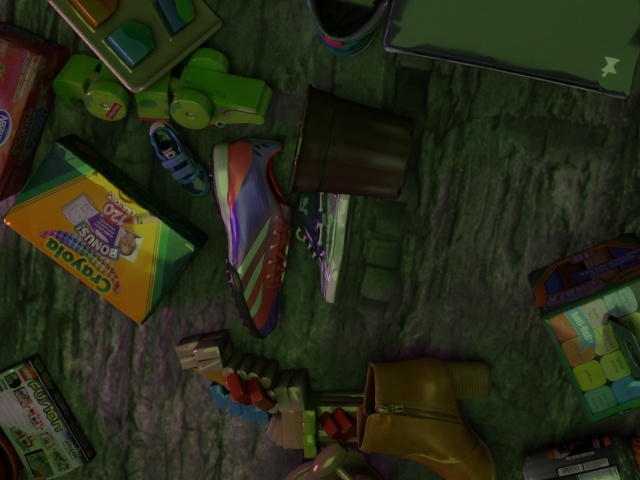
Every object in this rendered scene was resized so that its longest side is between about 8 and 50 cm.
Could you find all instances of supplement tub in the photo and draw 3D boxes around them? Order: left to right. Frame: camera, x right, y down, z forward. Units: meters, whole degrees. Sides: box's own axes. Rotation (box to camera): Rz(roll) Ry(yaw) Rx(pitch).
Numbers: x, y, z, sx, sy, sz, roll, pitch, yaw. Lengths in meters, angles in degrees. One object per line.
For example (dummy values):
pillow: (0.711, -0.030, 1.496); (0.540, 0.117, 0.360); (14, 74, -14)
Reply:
supplement tub: (0.423, 0.374, 1.693); (0.190, 0.117, 0.117); (-15, 102, 10)

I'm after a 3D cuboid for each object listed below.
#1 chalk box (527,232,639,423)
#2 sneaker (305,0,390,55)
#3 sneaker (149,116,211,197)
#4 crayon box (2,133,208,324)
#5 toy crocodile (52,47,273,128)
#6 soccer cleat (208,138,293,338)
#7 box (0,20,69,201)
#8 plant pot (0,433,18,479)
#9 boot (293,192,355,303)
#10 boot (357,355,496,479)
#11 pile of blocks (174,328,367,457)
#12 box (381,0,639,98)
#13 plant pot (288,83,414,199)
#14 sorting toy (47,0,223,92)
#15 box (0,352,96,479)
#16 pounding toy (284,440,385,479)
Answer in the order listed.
chalk box: (0.422, 0.130, 1.540); (0.179, 0.289, 0.180); (-24, 100, 12)
sneaker: (0.056, -0.400, 1.510); (0.124, 0.178, 0.295); (15, 105, 4)
sneaker: (-0.223, -0.127, 1.679); (0.053, 0.059, 0.144); (-31, 99, 12)
crayon box: (-0.340, -0.019, 1.710); (0.278, 0.081, 0.165); (37, 106, -3)
toy crocodile: (-0.242, -0.224, 1.633); (0.341, 0.115, 0.105); (7, 146, 4)
soccer cleat: (-0.091, -0.001, 1.673); (0.116, 0.108, 0.318); (-9, 101, 5)
box: (-0.499, -0.198, 1.661); (0.123, 0.128, 0.256); (24, 106, 1)
plant pot: (-0.613, 0.408, 1.797); (0.191, 0.174, 0.191); (6, 111, 17)
boot: (0.000, 0.000, 1.685); (0.086, 0.069, 0.190); (9, 97, 12)
boot: (0.163, 0.328, 1.696); (0.211, 0.104, 0.295); (-3, 93, -13)
pile of blocks: (-0.081, 0.269, 1.734); (0.362, 0.112, 0.149); (23, 106, 2)
box: (0.254, -0.333, 1.390); (0.294, 0.395, 0.212); (13, 106, 4)
plant pot: (0.047, -0.136, 1.596); (0.165, 0.167, 0.167); (10, 105, -3)
sorting toy: (-0.272, -0.345, 1.583); (0.208, 0.038, 0.193); (46, 63, -3)
box: (-0.484, 0.308, 1.836); (0.114, 0.036, 0.207); (-25, 100, 13)
pounding toy: (0.037, 0.435, 1.691); (0.154, 0.155, 0.269); (-35, 125, 5)
